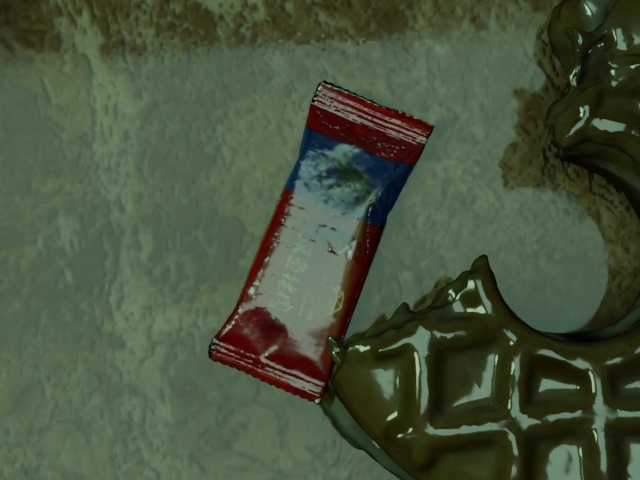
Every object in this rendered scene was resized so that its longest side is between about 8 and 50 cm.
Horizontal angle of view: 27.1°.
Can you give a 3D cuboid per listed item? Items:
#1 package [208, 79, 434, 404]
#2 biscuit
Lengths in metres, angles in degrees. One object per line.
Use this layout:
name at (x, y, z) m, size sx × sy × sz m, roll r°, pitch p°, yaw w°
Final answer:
package at (0.000, 0.000, 0.873) m, size 0.083 × 0.022 × 0.200 m, roll 22°, pitch 86°, yaw 0°
biscuit at (0.191, 0.025, 0.832) m, size 0.268 × 0.115 × 0.366 m, roll 35°, pitch 86°, yaw 1°
